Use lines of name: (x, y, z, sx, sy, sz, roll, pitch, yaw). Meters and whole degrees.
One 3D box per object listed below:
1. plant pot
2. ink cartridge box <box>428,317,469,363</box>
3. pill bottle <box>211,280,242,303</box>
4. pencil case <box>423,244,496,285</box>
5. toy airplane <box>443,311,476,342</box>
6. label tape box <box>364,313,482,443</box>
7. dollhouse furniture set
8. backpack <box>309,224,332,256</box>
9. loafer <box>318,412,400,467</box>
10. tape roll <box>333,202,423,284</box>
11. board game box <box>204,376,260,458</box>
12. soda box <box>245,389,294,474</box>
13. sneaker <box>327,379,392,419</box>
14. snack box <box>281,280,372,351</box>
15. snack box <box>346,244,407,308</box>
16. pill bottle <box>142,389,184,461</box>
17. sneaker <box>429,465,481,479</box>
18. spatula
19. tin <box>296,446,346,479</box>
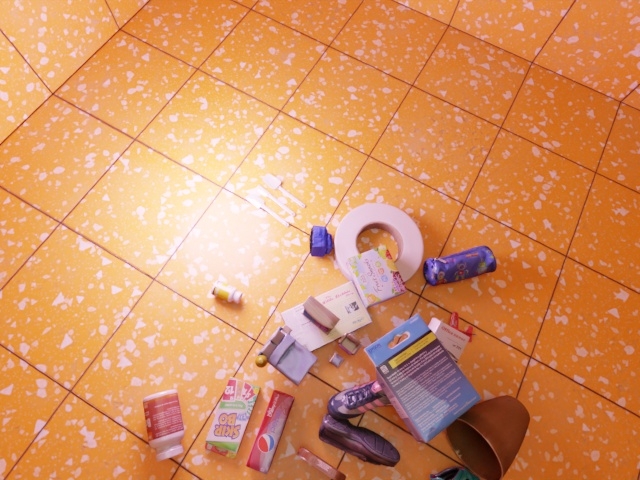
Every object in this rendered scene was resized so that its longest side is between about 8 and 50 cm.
plant pot: (0.626, 0.679, 1.456, 0.254, 0.237, 0.237, -23, 71, -26)
ink cartridge box: (0.459, 0.416, 1.558, 0.139, 0.082, 0.191, 29, 88, -5)
pill bottle: (-0.379, 0.212, 1.647, 0.116, 0.065, 0.065, 22, 70, 6)
pencil case: (0.584, 0.103, 1.707, 0.305, 0.133, 0.119, -12, 37, -8)
toy airplane: (0.567, 0.369, 1.658, 0.151, 0.028, 0.151, 1, 71, -3)
label tape box: (0.342, 0.473, 1.416, 0.249, 0.115, 0.348, -29, 68, -16)
dollhouse furniture set: (-0.046, 0.402, 1.461, 0.286, 0.198, 0.303, 38, 74, 9)
backpack: (0.000, 0.000, 1.735, 0.101, 0.098, 0.120, 4, 56, -11)
loafer: (0.135, 0.738, 1.470, 0.302, 0.109, 0.095, 25, 103, 9)
tape roll: (0.249, 0.027, 1.749, 0.391, 0.072, 0.393, 1, 70, -3)
board game box: (-0.325, 0.654, 1.500, 0.124, 0.039, 0.260, 18, 72, 4)
soda box: (-0.177, 0.683, 1.463, 0.083, 0.092, 0.264, 19, 69, 5)
sneaker: (0.178, 0.562, 1.495, 0.318, 0.131, 0.112, -12, 46, -11)
snack box: (0.024, 0.313, 1.632, 0.321, 0.060, 0.187, -23, 74, -11)
snack box: (0.223, 0.144, 1.627, 0.174, 0.070, 0.207, -19, 70, -10)
pill bottle: (-0.552, 0.654, 1.439, 0.121, 0.121, 0.216, -15, 70, -9)
sneaker: (0.433, 0.903, 1.394, 0.178, 0.124, 0.295, 45, 66, 8)
spatula: (-0.197, -0.182, 1.832, 0.242, 0.019, 0.168, 37, 71, 11)
tin: (0.004, 0.790, 1.425, 0.189, 0.106, 0.040, 30, 70, 8)
